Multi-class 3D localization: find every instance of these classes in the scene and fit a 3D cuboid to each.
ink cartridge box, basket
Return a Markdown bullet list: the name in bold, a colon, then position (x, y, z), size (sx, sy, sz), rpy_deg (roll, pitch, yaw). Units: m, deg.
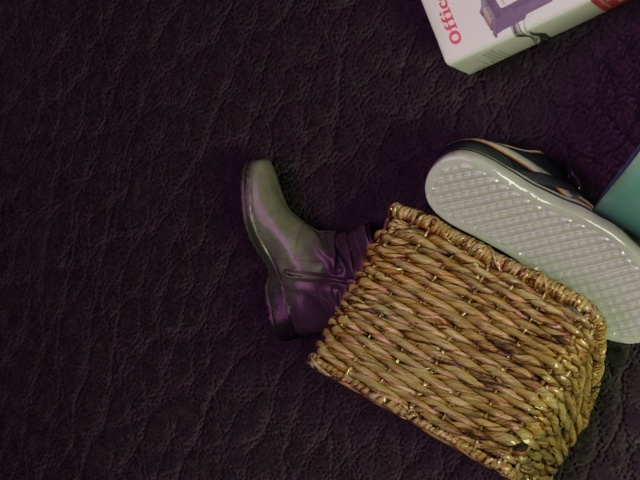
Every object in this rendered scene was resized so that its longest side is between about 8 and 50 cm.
- **ink cartridge box**: position (0.230, -0.319, 1.950), size (0.237, 0.100, 0.172), rpy_deg (-24, 82, 19)
- **basket**: position (0.178, 0.129, 1.958), size (0.299, 0.213, 0.223), rpy_deg (27, 86, 26)

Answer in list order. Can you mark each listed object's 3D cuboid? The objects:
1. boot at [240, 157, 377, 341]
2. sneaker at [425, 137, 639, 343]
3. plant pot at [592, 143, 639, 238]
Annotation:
- **boot**: position (0.000, 0.000, 2.126), size (0.161, 0.083, 0.246), rpy_deg (-14, 90, 21)
- **sneaker**: position (0.272, -0.015, 1.952), size (0.321, 0.127, 0.126), rpy_deg (38, 116, -3)
- **plant pot**: position (0.465, -0.077, 1.755), size (0.235, 0.293, 0.293), rpy_deg (38, 109, 5)
